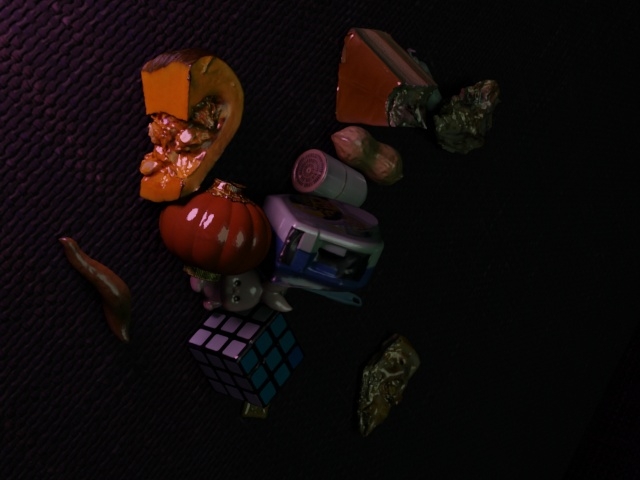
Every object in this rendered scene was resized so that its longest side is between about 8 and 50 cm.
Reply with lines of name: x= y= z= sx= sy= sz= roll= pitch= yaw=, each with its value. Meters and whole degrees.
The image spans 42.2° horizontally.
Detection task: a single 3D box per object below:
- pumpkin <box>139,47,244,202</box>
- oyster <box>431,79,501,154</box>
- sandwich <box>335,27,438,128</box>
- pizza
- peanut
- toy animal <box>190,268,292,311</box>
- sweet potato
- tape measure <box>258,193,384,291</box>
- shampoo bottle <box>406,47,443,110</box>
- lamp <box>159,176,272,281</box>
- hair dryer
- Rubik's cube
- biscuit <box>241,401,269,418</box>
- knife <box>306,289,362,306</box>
pumpkin: x=-0.266 y=-0.230 z=1.549 sx=0.280 sy=0.139 sz=0.190 roll=-59 pitch=138 yaw=-24
oyster: x=0.419 y=-0.327 z=2.302 sx=0.354 sy=0.107 sz=0.201 roll=-24 pitch=137 yaw=-43
sandwich: x=0.163 y=-0.383 z=1.953 sx=0.155 sy=0.198 sz=0.227 roll=-8 pitch=106 yaw=-47
pizza: x=0.177 y=0.395 z=2.269 sx=0.297 sy=0.071 sz=0.189 roll=-51 pitch=134 yaw=-27
peanut: x=0.118 y=-0.207 z=2.016 sx=0.263 sy=0.117 sz=0.101 roll=28 pitch=69 yaw=-45
toy animal: x=-0.161 y=0.095 z=1.702 sx=0.124 sy=0.212 sz=0.124 roll=-13 pitch=106 yaw=-54
sweet potato: x=-0.399 y=0.083 z=1.538 sx=0.069 sy=0.059 sz=0.249 roll=-23 pitch=123 yaw=-1
tape measure: x=-0.002 y=-0.001 z=1.738 sx=0.262 sy=0.259 sz=0.138 roll=10 pitch=109 yaw=-19
shampoo bottle: x=0.263 y=-0.426 z=2.168 sx=0.056 sy=0.056 sz=0.195 roll=-56 pitch=134 yaw=-23
lamp: x=-0.203 y=-0.022 z=1.612 sx=0.223 sy=0.223 sz=0.197 roll=8 pitch=104 yaw=-49
hair dryer: x=-0.027 y=-0.020 z=1.929 sx=0.173 sy=0.107 sz=0.357 roll=24 pitch=90 yaw=-47
Rubik's cube: x=-0.159 y=0.235 z=1.776 sx=0.162 sy=0.163 sz=0.160 roll=-52 pitch=134 yaw=-32
biscuit: x=-0.146 y=0.374 z=1.934 sx=0.083 sy=0.018 sz=0.081 roll=22 pitch=84 yaw=-49
knife: x=0.012 y=0.120 z=2.052 sx=0.313 sy=0.019 sz=0.044 roll=22 pitch=76 yaw=-49
